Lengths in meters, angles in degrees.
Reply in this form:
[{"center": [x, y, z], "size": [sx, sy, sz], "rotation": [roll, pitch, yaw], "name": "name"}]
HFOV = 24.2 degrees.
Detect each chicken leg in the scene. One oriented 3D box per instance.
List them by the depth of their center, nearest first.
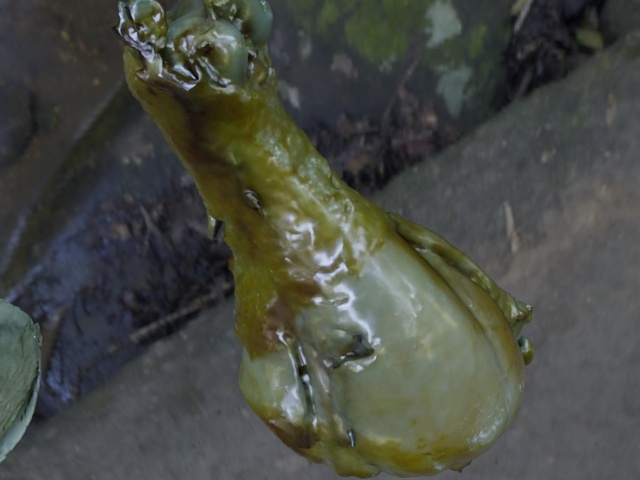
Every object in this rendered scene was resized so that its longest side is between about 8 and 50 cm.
[{"center": [0.000, 0.000, 0.976], "size": [0.201, 0.429, 0.153], "rotation": [-30, 28, 5], "name": "chicken leg"}]

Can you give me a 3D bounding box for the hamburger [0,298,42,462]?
[{"center": [-0.158, 0.065, 0.519], "size": [0.062, 0.133, 0.140], "rotation": [37, 36, 11], "name": "hamburger"}]
